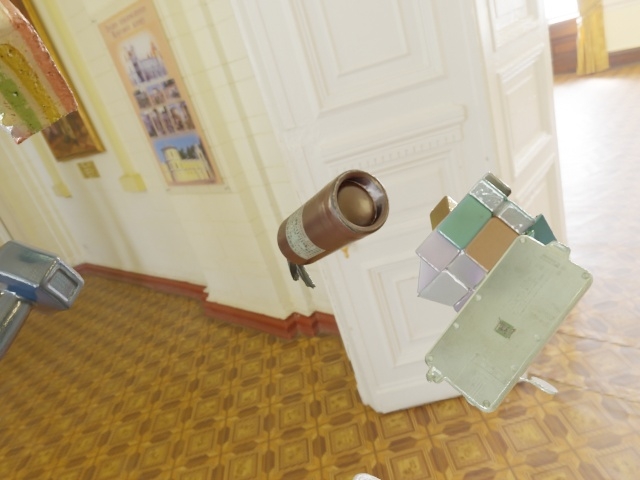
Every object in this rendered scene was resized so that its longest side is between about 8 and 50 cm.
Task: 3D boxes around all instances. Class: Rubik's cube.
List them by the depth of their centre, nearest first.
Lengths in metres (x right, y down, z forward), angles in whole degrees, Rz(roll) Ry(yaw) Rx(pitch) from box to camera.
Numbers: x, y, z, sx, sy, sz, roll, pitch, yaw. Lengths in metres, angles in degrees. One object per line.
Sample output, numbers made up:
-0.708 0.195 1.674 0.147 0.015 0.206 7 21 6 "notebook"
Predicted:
0.454 0.030 1.341 0.387 0.358 0.368 -38 -15 -50 "Rubik's cube"

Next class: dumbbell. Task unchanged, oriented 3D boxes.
-0.516 0.159 0.734 0.156 0.143 0.316 -15 45 40 "dumbbell"

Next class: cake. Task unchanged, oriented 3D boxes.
-0.411 -0.220 0.632 0.090 0.225 0.109 34 68 22 "cake"

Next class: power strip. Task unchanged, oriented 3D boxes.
0.265 0.117 0.674 0.118 0.046 0.270 38 89 30 "power strip"

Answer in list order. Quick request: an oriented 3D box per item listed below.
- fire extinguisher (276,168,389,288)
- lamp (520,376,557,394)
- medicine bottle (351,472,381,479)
0.000 0.000 0.576 0.071 0.099 0.231 -22 -6 -29 "fire extinguisher"
0.351 0.266 0.871 0.198 0.056 0.050 19 7 -18 "lamp"
0.074 0.730 1.055 0.325 0.256 0.256 -57 27 2 "medicine bottle"
